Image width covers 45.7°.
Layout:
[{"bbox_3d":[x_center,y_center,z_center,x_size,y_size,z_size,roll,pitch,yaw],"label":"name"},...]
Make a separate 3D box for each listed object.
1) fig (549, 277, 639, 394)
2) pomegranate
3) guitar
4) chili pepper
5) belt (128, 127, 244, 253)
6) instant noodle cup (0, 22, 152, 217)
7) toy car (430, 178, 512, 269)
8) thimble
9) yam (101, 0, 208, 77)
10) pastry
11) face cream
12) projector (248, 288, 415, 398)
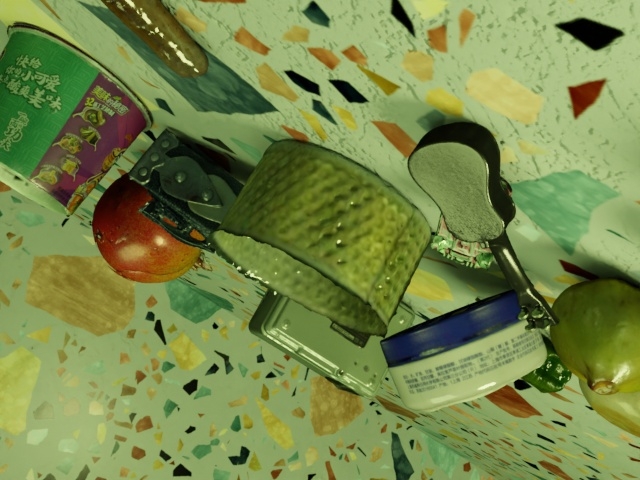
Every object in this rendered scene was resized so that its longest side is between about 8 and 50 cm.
[{"bbox_3d":[0.320,0.102,0.838,0.135,0.121,0.153,16,-176,25],"label":"fig"},{"bbox_3d":[-0.292,-0.022,1.369,0.235,0.210,0.210,24,169,-27],"label":"pomegranate"},{"bbox_3d":[0.175,0.004,0.759,0.083,0.038,0.271,-7,127,41],"label":"guitar"},{"bbox_3d":[0.309,0.170,1.149,0.204,0.072,0.073,36,165,-26],"label":"chili pepper"},{"bbox_3d":[-0.184,-0.054,1.164,0.218,0.128,0.122,33,170,19],"label":"belt"},{"bbox_3d":[-0.408,-0.166,1.133,0.251,0.190,0.251,27,165,8],"label":"instant noodle cup"},{"bbox_3d":[0.163,-0.026,0.811,0.069,0.055,0.142,22,142,15],"label":"toy car"},{"bbox_3d":[0.000,0.000,1.011,0.270,0.150,0.271,27,164,8],"label":"thimble"},{"bbox_3d":[-0.204,-0.255,0.755,0.046,0.046,0.264,15,158,43],"label":"yam"},{"bbox_3d":[0.423,0.207,1.035,0.156,0.092,0.156,35,167,9],"label":"pastry"},{"bbox_3d":[0.190,0.147,1.007,0.206,0.205,0.111,139,109,-74],"label":"face cream"},{"bbox_3d":[0.026,0.145,1.355,0.256,0.192,0.099,35,165,-20],"label":"projector"}]
